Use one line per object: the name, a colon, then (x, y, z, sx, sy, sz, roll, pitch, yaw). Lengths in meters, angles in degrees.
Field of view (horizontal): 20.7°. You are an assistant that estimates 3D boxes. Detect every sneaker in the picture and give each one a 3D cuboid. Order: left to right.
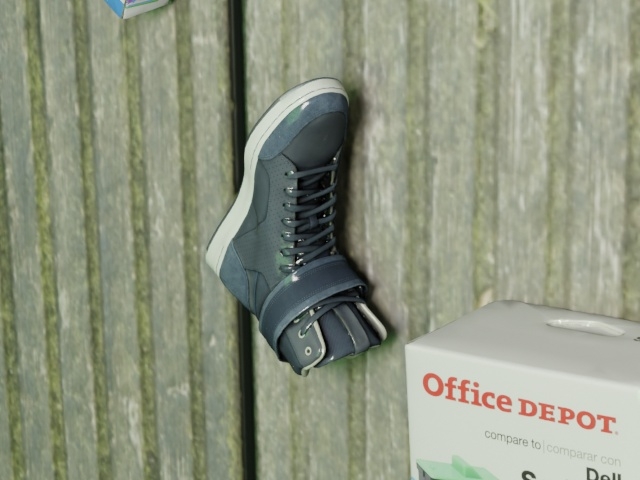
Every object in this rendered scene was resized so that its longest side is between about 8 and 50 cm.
sneaker: (0.001, 0.000, 1.330, 0.163, 0.086, 0.226, 55, 142, 29)

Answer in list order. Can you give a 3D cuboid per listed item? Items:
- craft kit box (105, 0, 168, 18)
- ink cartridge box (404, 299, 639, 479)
craft kit box: (-0.185, -0.347, 1.385, 0.250, 0.061, 0.246, 49, 144, 23)
ink cartridge box: (0.173, 0.199, 1.227, 0.201, 0.117, 0.278, 8, 108, 40)
